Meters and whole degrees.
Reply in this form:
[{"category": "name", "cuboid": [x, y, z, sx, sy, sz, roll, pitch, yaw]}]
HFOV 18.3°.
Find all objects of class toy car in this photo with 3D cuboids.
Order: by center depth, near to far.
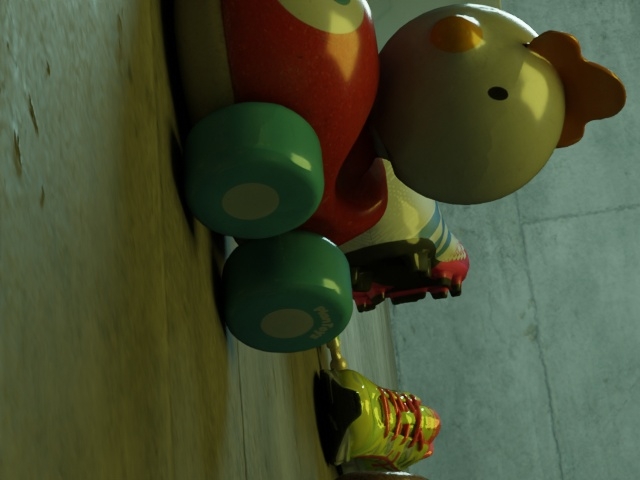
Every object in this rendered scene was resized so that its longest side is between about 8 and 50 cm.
[{"category": "toy car", "cuboid": [0.048, -0.086, 1.100, 0.210, 0.238, 0.219, 76, 7, -52]}]

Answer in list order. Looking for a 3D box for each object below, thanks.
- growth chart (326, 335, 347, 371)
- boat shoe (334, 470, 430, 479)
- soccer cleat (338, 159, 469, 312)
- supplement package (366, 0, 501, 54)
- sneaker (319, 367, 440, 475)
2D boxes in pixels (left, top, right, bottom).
[{"category": "growth chart", "cuboid": [0.000, 0.000, 1.771, 0.237, 0.021, 0.172, -87, 167, -72]}, {"category": "boat shoe", "cuboid": [0.055, 0.253, 1.529, 0.257, 0.095, 0.095, 74, 15, -65]}, {"category": "soccer cleat", "cuboid": [0.062, -0.022, 1.704, 0.331, 0.116, 0.143, 54, 27, -80]}, {"category": "supplement package", "cuboid": [0.055, -0.287, 1.819, 0.262, 0.204, 0.145, 73, 9, -60]}, {"category": "sneaker", "cuboid": [0.052, 0.150, 1.667, 0.208, 0.094, 0.082, 62, 22, -74]}]
